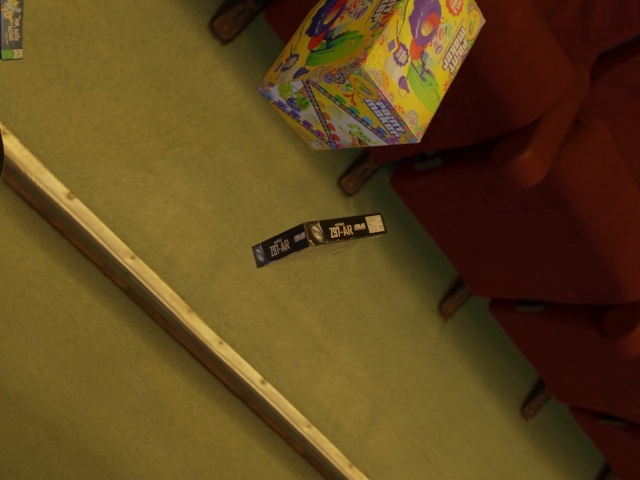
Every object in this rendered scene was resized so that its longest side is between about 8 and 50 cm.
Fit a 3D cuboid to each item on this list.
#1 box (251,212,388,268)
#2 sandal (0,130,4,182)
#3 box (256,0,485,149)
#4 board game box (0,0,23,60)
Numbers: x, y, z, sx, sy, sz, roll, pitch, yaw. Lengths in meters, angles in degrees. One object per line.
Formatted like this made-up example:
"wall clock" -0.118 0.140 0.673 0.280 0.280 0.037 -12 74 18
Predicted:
"box" 0.000 0.000 0.477 0.083 0.067 0.018 -9 81 -42
"sandal" -0.543 -0.229 0.739 0.168 0.107 0.445 -12 120 6
"box" 0.090 -0.331 1.113 0.177 0.279 0.290 44 65 -34
"board game box" -0.489 -0.389 0.919 0.035 0.136 0.201 -24 143 -46
